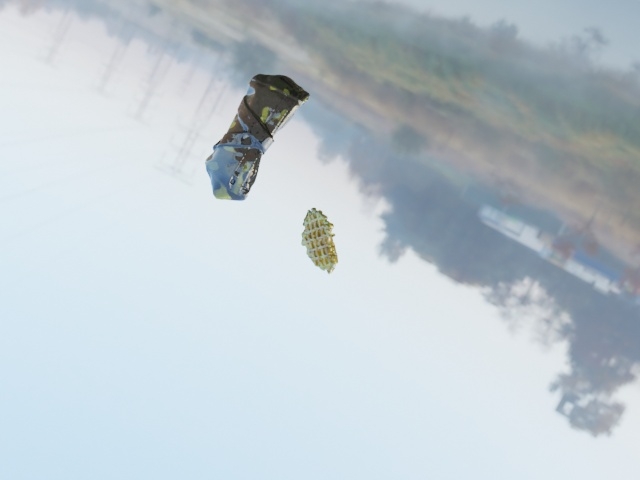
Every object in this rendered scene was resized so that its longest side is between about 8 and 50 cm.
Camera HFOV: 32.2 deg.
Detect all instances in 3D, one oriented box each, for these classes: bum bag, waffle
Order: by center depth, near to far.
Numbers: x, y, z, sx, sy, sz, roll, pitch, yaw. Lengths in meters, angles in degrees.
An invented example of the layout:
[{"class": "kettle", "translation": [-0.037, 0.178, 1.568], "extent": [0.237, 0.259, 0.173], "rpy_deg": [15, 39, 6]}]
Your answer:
[{"class": "waffle", "translation": [-0.001, -0.002, 1.486], "extent": [0.016, 0.085, 0.078], "rpy_deg": [-15, -149, -33]}, {"class": "bum bag", "translation": [-0.113, -0.169, 1.817], "extent": [0.106, 0.233, 0.060], "rpy_deg": [37, -173, 23]}]
